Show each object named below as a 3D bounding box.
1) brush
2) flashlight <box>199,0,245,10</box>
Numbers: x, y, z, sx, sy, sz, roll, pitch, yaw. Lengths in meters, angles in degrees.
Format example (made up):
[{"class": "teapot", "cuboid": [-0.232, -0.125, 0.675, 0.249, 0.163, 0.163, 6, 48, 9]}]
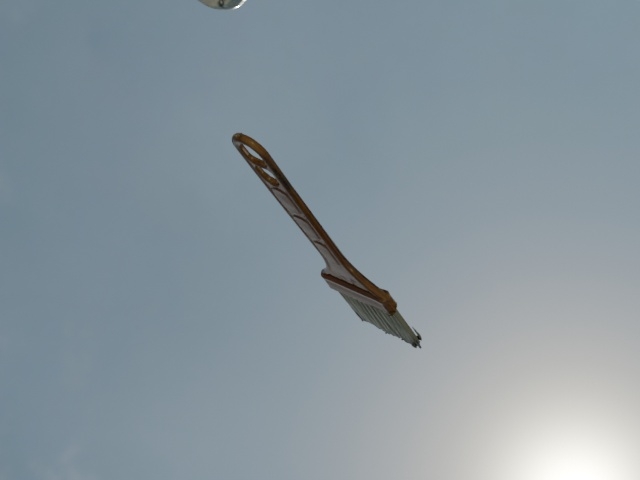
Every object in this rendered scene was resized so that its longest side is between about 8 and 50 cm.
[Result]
[{"class": "brush", "cuboid": [0.000, 0.000, 1.726, 0.017, 0.090, 0.314, -53, -44, -17]}, {"class": "flashlight", "cuboid": [-0.083, -0.229, 1.340, 0.093, 0.047, 0.200, 32, -156, -30]}]
